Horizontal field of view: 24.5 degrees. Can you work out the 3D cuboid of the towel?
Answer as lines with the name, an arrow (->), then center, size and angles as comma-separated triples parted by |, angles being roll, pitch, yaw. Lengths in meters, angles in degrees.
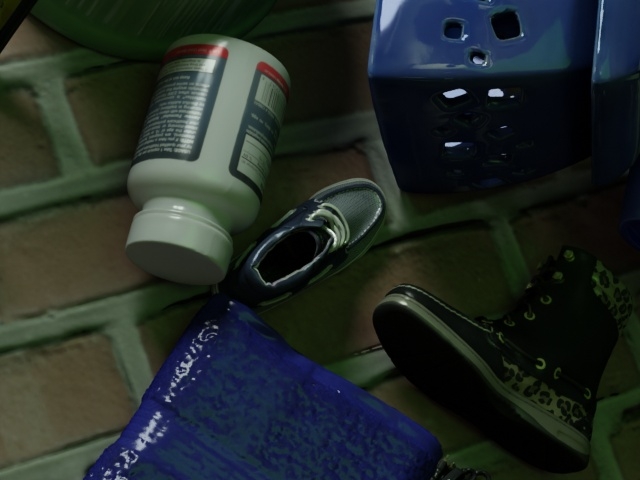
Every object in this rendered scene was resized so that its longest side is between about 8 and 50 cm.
towel -> -0.070, 0.219, 1.114 | 0.228, 0.076, 0.308 | 35, 62, -2

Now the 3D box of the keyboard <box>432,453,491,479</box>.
keyboard -> 0.100, 0.303, 1.195 | 0.317, 0.033, 0.201 | -32, 89, -32

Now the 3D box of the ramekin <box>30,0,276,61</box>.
ramekin -> -0.131, -0.313, 1.207 | 0.303, 0.148, 0.303 | 8, 70, -24

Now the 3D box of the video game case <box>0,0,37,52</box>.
video game case -> -0.297, -0.286, 1.065 | 0.275, 0.248, 0.035 | 37, 34, -12

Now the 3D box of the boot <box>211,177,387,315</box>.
boot -> 0.000, 0.000, 1.209 | 0.190, 0.086, 0.069 | -39, 93, -31

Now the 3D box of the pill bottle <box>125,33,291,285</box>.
pill bottle -> -0.094, -0.062, 1.169 | 0.108, 0.108, 0.180 | 22, 65, -19

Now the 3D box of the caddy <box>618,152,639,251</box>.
caddy -> 0.417, -0.050, 1.314 | 0.341, 0.241, 0.179 | 29, 73, -47

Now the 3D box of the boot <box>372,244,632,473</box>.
boot -> 0.164, 0.069, 1.272 | 0.236, 0.085, 0.178 | 39, 58, -18

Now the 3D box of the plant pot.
plant pot -> 0.167, -0.178, 1.222 | 0.212, 0.236, 0.236 | 4, 69, 13
